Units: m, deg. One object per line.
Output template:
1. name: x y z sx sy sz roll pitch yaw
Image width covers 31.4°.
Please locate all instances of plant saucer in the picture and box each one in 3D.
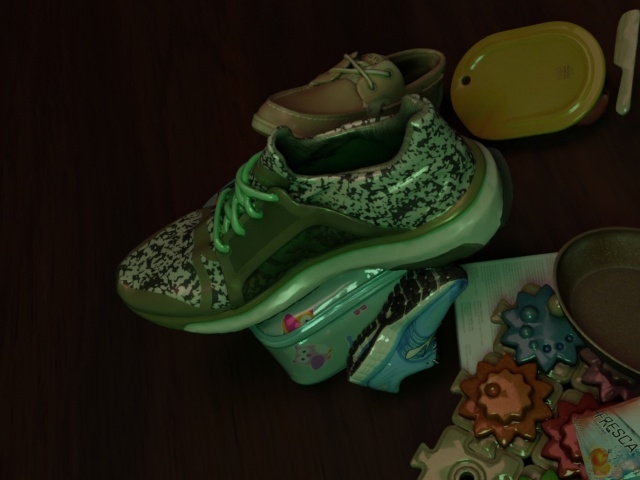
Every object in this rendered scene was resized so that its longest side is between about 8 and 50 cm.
1. plant saucer: 0.295 0.066 1.000 0.198 0.036 0.198 8 41 -7

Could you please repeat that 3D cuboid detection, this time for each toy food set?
1. toy food set: 0.257 -0.171 1.264 0.218 0.071 0.128 -5 76 31

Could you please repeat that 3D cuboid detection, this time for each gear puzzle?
1. gear puzzle: 0.171 0.192 0.983 0.175 0.044 0.339 24 70 23

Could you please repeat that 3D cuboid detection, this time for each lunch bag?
1. lunch bag: 0.000 0.000 1.240 0.224 0.108 0.279 -34 44 2

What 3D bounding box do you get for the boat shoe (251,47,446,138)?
1. boat shoe: 0.040 -0.159 1.233 0.109 0.302 0.098 31 119 29

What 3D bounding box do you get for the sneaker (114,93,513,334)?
1. sneaker: -0.035 -0.044 1.089 0.410 0.182 0.158 -19 47 16

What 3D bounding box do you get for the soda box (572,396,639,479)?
1. soda box: 0.249 0.193 0.870 0.058 0.183 0.063 -21 47 16

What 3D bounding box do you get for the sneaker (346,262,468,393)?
1. sneaker: 0.095 0.087 1.114 0.162 0.073 0.063 -52 19 25

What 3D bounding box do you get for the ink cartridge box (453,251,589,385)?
1. ink cartridge box: 0.221 0.079 1.101 0.179 0.045 0.145 -5 49 6
